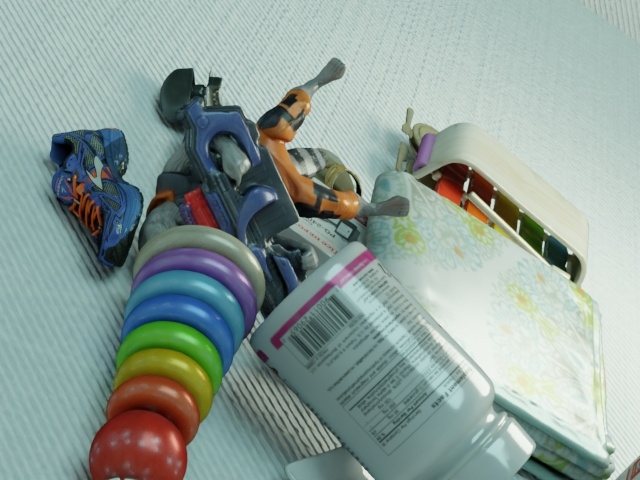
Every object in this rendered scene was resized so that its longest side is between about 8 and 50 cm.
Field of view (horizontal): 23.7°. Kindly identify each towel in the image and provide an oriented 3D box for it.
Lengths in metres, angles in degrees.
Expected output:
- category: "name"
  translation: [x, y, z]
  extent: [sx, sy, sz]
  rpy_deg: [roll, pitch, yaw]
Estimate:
- category: "towel"
  translation: [0.202, 0.114, 1.879]
  extent: [0.374, 0.090, 0.320]
  rpy_deg: [32, 35, -20]

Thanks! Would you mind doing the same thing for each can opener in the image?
- category: "can opener"
  translation: [-0.159, -0.127, 1.918]
  extent: [0.093, 0.074, 0.280]
  rpy_deg: [-3, 33, 1]

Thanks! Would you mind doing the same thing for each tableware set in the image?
- category: "tableware set"
  translation: [0.155, -0.105, 2.246]
  extent: [0.128, 0.039, 0.194]
  rpy_deg: [37, 31, -14]

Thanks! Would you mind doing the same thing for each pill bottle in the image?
- category: "pill bottle"
  translation: [0.076, 0.153, 1.572]
  extent: [0.283, 0.160, 0.160]
  rpy_deg: [47, 29, 4]

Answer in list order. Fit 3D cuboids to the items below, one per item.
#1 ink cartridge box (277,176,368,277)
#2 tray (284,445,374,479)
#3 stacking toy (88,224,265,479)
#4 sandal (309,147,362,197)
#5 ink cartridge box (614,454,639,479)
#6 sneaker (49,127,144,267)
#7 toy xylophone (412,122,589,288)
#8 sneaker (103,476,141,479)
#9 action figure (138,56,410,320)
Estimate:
- category: "ink cartridge box"
  translation: [0.000, 0.000, 1.891]
  extent: [0.109, 0.063, 0.150]
  rpy_deg: [35, 28, -2]
- category: "tray"
  translation: [0.079, 0.271, 1.610]
  extent: [0.145, 0.030, 0.270]
  rpy_deg: [50, 31, 22]
- category: "stacking toy"
  translation: [-0.145, 0.127, 1.482]
  extent: [0.141, 0.141, 0.330]
  rpy_deg: [30, 33, -12]
- category: "sandal"
  translation: [0.027, -0.067, 2.035]
  extent: [0.072, 0.049, 0.180]
  rpy_deg: [22, 32, -25]
- category: "ink cartridge box"
  translation: [0.411, 0.316, 1.656]
  extent: [0.130, 0.272, 0.309]
  rpy_deg: [36, 29, -1]
- category: "sneaker"
  translation: [-0.253, -0.047, 1.687]
  extent: [0.087, 0.083, 0.221]
  rpy_deg: [6, 34, -23]
- category: "toy xylophone"
  translation: [0.268, -0.037, 2.180]
  extent: [0.323, 0.081, 0.236]
  rpy_deg: [43, 30, -5]
- category: "sneaker"
  translation: [-0.114, 0.286, 1.339]
  extent: [0.208, 0.081, 0.094]
  rpy_deg: [20, 39, -15]
- category: "action figure"
  translation: [-0.061, -0.018, 1.736]
  extent: [0.330, 0.178, 0.341]
  rpy_deg: [-25, 103, -32]
